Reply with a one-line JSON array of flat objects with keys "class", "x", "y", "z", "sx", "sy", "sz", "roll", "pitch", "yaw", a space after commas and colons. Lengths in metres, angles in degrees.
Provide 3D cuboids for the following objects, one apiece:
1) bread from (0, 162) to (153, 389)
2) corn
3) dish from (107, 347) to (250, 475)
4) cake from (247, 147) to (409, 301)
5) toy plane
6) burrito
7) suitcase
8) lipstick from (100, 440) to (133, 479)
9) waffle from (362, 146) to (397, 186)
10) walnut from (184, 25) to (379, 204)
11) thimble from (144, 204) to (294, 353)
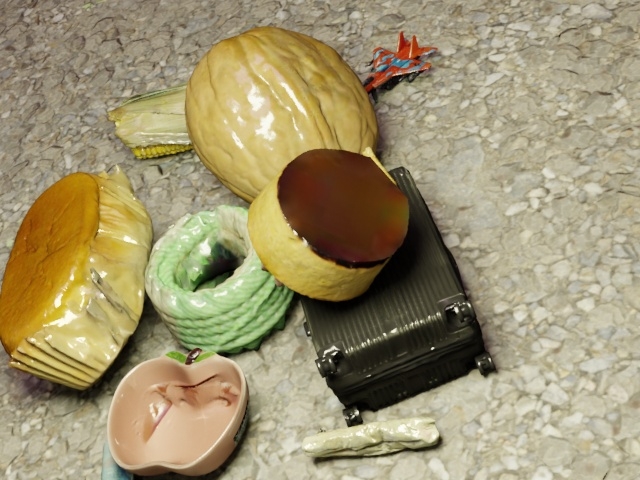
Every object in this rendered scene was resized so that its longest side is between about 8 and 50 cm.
[{"class": "bread", "x": -0.380, "y": 0.057, "z": 2.028, "sx": 0.236, "sy": 0.183, "sz": 0.389, "roll": -51, "pitch": 23, "yaw": 27}, {"class": "corn", "x": -0.217, "y": -0.224, "z": 2.292, "sx": 0.305, "sy": 0.122, "sz": 0.123, "roll": -15, "pitch": 89, "yaw": 10}, {"class": "dish", "x": -0.189, "y": 0.256, "z": 1.850, "sx": 0.213, "sy": 0.090, "sz": 0.213, "roll": -13, "pitch": 47, "yaw": 14}, {"class": "cake", "x": 0.000, "y": 0.000, "z": 1.756, "sx": 0.207, "sy": 0.178, "sz": 0.185, "roll": -2, "pitch": 58, "yaw": -21}, {"class": "toy plane", "x": 0.112, "y": -0.280, "z": 2.246, "sx": 0.130, "sy": 0.061, "sz": 0.189, "roll": 26, "pitch": 68, "yaw": 39}, {"class": "burrito", "x": 0.068, "y": 0.265, "z": 1.753, "sx": 0.185, "sy": 0.045, "sz": 0.041, "roll": -11, "pitch": 10, "yaw": 17}, {"class": "suitcase", "x": 0.083, "y": 0.067, "z": 1.858, "sx": 0.229, "sy": 0.152, "sz": 0.335, "roll": -22, "pitch": 43, "yaw": 3}, {"class": "lipstick", "x": -0.284, "y": 0.350, "z": 1.832, "sx": 0.048, "sy": 0.048, "sz": 0.158, "roll": -15, "pitch": 44, "yaw": 11}, {"class": "waffle", "x": 0.009, "y": -0.059, "z": 1.894, "sx": 0.191, "sy": 0.032, "sz": 0.125, "roll": -26, "pitch": 40, "yaw": -4}, {"class": "walnut", "x": -0.062, "y": -0.188, "z": 2.081, "sx": 0.252, "sy": 0.277, "sz": 0.313, "roll": -46, "pitch": 72, "yaw": 33}, {"class": "thimble", "x": -0.151, "y": 0.060, "z": 1.974, "sx": 0.219, "sy": 0.150, "sz": 0.219, "roll": -12, "pitch": 45, "yaw": 12}]
